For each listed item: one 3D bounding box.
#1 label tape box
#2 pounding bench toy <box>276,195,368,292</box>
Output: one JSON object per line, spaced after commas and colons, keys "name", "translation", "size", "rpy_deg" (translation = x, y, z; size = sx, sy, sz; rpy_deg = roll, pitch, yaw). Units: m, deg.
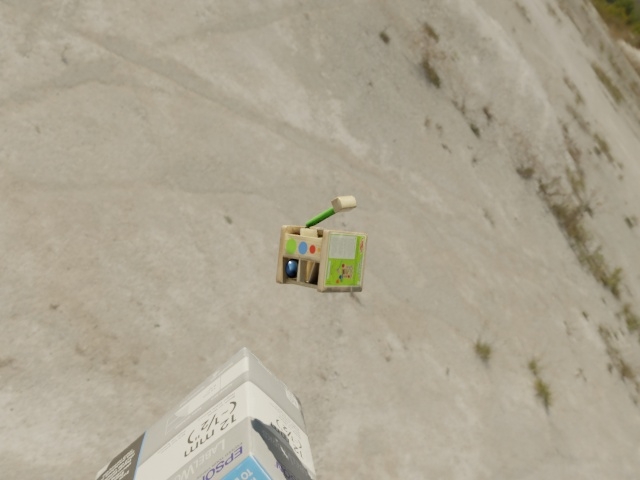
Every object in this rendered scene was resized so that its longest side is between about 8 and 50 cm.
{"name": "label tape box", "translation": [-0.129, 0.285, 0.682], "size": [0.115, 0.249, 0.348], "rpy_deg": [49, 4, -14]}
{"name": "pounding bench toy", "translation": [0.000, 0.000, 0.602], "size": [0.052, 0.065, 0.083], "rpy_deg": [3, 94, -46]}
